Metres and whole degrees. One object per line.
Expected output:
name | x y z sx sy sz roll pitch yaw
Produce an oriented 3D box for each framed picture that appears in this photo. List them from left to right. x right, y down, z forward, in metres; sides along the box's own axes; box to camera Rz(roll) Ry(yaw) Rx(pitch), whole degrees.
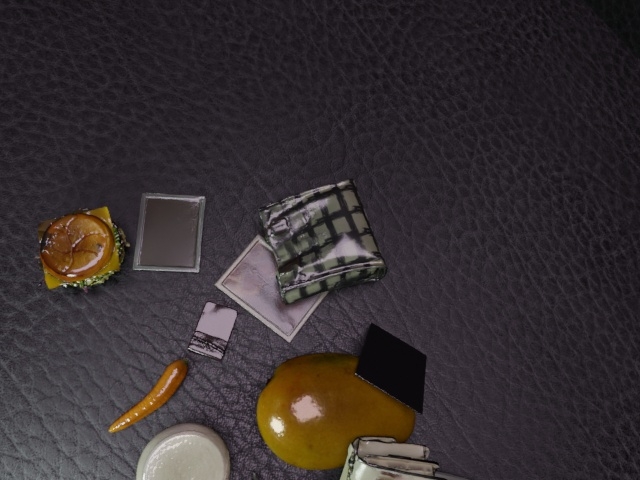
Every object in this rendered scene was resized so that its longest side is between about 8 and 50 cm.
framed picture | -0.465 -0.025 1.533 0.197 0.014 0.252 3 72 -7
framed picture | -0.145 0.144 1.521 0.290 0.020 0.211 38 72 4

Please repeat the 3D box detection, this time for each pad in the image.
pad | 0.207 0.348 1.392 0.202 0.300 0.005 31 111 3

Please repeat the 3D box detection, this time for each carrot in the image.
carrot | -0.463 0.437 1.366 0.271 0.062 0.066 -49 117 -14

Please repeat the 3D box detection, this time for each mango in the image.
mango | 0.049 0.459 1.341 0.446 0.232 0.299 8 69 -12

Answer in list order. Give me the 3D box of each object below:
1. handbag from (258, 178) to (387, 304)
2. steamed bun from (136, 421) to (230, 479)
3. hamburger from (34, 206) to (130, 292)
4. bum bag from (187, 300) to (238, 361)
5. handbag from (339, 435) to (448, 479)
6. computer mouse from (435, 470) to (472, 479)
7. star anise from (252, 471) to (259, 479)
handbag | 0.000 0.000 1.509 0.327 0.162 0.325 -16 68 -9
steamed bun | -0.354 0.588 1.284 0.232 0.145 0.231 3 80 -19
hamburger | -0.685 0.031 1.419 0.262 0.138 0.243 -11 72 -11
bum bag | -0.314 0.264 1.455 0.109 0.026 0.159 17 71 -1
handbag | 0.136 0.681 1.231 0.237 0.160 0.358 14 102 -16
computer mouse | 0.380 0.757 1.360 0.331 0.095 0.197 18 67 -2
star anise | -0.151 0.729 1.304 0.212 0.073 0.196 16 67 0
